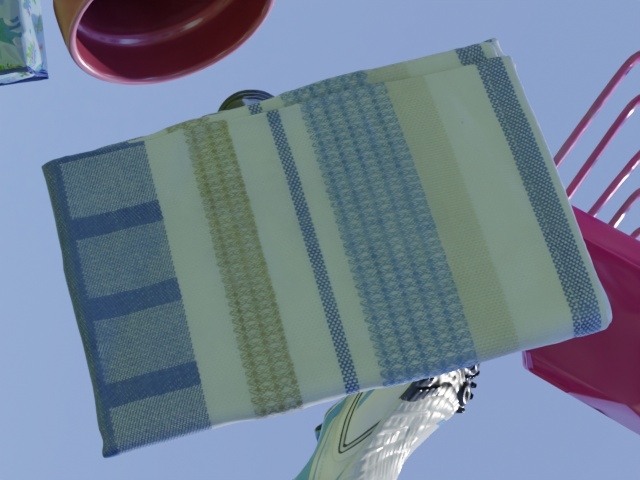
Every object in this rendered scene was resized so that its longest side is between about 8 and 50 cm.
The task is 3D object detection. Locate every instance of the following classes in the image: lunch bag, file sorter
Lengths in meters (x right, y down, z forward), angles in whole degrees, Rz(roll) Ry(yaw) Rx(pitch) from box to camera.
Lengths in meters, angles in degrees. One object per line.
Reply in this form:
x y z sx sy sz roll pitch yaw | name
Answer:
-0.383 -0.231 2.029 0.151 0.096 0.128 -6 -93 10 | lunch bag
0.281 0.018 1.416 0.202 0.290 0.182 30 -110 22 | file sorter

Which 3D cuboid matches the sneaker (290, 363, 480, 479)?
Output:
0.049 0.131 1.444 0.086 0.085 0.237 13 -132 36 | sneaker

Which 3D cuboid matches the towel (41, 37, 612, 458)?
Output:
0.000 0.000 1.034 0.034 0.285 0.209 81 -7 -55 | towel

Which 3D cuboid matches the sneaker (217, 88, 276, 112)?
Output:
-0.020 -0.079 2.290 0.104 0.296 0.147 -40 -148 5 | sneaker

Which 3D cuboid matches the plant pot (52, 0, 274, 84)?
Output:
-0.164 -0.273 1.734 0.201 0.201 0.180 -45 -124 35 | plant pot
